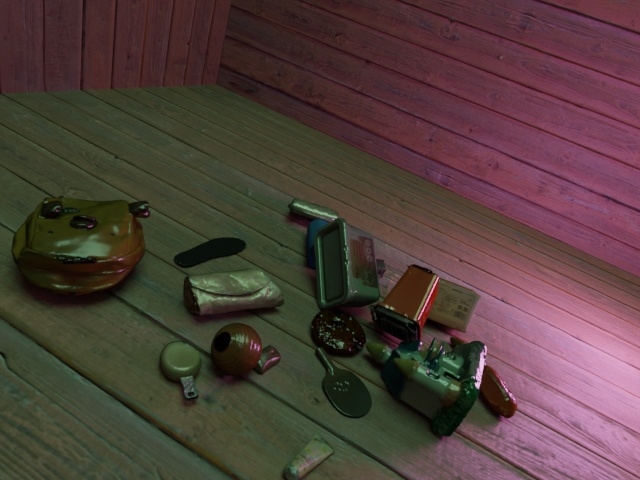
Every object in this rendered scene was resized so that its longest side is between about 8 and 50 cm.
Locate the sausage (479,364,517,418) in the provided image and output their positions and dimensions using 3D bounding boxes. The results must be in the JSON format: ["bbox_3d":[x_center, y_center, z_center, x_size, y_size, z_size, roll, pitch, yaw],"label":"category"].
[{"bbox_3d":[0.549,0.473,1.282,0.089,0.089,0.179,2,36,-30],"label":"sausage"}]

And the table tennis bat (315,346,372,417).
[{"bbox_3d":[0.055,0.401,1.158,0.131,0.022,0.234,-5,40,-36],"label":"table tennis bat"}]

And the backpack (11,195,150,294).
[{"bbox_3d":[-0.684,-0.003,1.181,0.353,0.201,0.378,-2,33,-29],"label":"backpack"}]

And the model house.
[{"bbox_3d":[0.291,0.363,1.205,0.324,0.194,0.267,26,29,16],"label":"model house"}]

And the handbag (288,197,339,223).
[{"bbox_3d":[-0.026,-0.129,1.875,0.256,0.079,0.219,18,6,-5],"label":"handbag"}]

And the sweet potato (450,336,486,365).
[{"bbox_3d":[0.520,0.402,1.419,0.054,0.053,0.182,-7,39,-31],"label":"sweet potato"}]

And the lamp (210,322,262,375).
[{"bbox_3d":[-0.219,0.285,1.059,0.136,0.136,0.136,16,29,-9],"label":"lamp"}]

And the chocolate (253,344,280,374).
[{"bbox_3d":[-0.152,0.328,1.134,0.064,0.031,0.100,40,33,23],"label":"chocolate"}]

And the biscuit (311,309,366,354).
[{"bbox_3d":[0.059,0.295,1.308,0.192,0.049,0.192,16,33,-11],"label":"biscuit"}]

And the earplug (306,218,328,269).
[{"bbox_3d":[0.000,0.000,1.699,0.132,0.132,0.273,14,26,-13],"label":"earplug"}]

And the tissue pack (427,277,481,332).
[{"bbox_3d":[0.465,0.231,1.544,0.234,0.159,0.125,21,5,1],"label":"tissue pack"}]

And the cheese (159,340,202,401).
[{"bbox_3d":[-0.336,0.321,1.008,0.171,0.048,0.092,37,35,28],"label":"cheese"}]

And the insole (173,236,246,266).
[{"bbox_3d":[-0.397,0.039,1.485,0.110,0.012,0.309,34,32,21],"label":"insole"}]

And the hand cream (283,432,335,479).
[{"bbox_3d":[-0.026,0.498,0.923,0.061,0.039,0.143,34,27,27],"label":"hand cream"}]

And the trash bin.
[{"bbox_3d":[0.296,0.211,1.396,0.184,0.161,0.239,21,60,28],"label":"trash bin"}]

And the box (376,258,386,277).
[{"bbox_3d":[0.230,0.117,1.714,0.084,0.060,0.063,10,38,-19],"label":"box"}]

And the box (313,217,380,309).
[{"bbox_3d":[0.102,0.095,1.459,0.182,0.175,0.312,13,62,-35],"label":"box"}]

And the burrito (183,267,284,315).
[{"bbox_3d":[-0.269,0.163,1.266,0.299,0.105,0.143,-2,46,-37],"label":"burrito"}]
